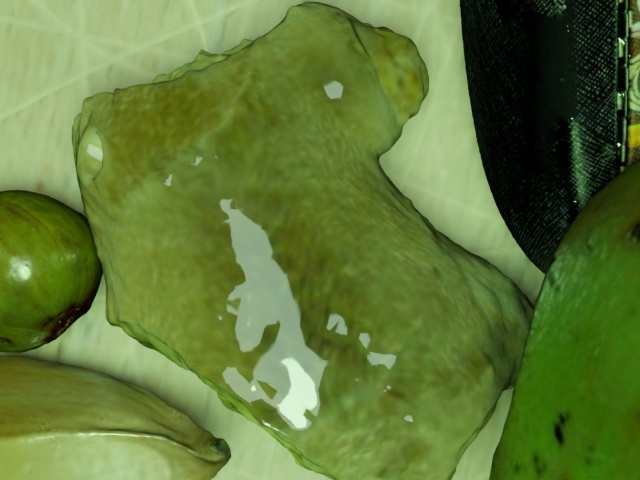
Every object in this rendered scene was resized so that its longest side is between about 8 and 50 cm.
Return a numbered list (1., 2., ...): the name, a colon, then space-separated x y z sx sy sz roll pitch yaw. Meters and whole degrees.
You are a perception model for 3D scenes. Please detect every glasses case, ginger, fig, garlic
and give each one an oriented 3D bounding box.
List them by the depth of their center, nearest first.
1. glasses case: 0.114 -0.127 0.737 0.082 0.122 0.321 -13 121 -12
2. ginger: 0.000 0.000 0.795 0.275 0.130 0.221 29 76 -7
3. garlic: -0.157 0.113 0.809 0.206 0.128 0.115 -7 45 -12
4. fig: -0.160 0.006 0.820 0.082 0.084 0.098 -36 85 -17

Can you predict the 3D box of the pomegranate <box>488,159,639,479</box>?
1. pomegranate: 0.261 0.101 0.710 0.358 0.216 0.310 -16 111 -19
